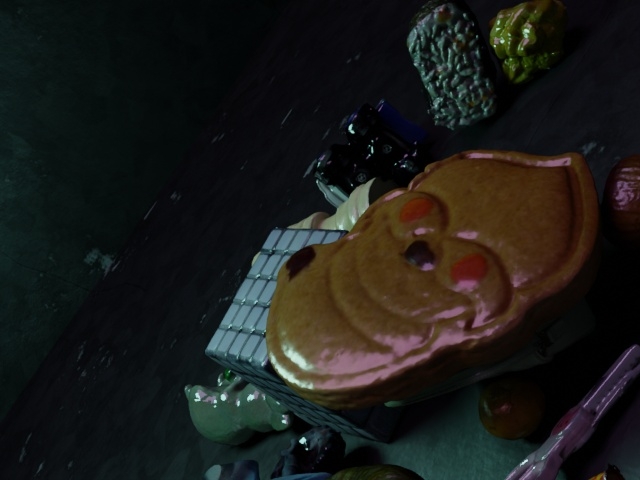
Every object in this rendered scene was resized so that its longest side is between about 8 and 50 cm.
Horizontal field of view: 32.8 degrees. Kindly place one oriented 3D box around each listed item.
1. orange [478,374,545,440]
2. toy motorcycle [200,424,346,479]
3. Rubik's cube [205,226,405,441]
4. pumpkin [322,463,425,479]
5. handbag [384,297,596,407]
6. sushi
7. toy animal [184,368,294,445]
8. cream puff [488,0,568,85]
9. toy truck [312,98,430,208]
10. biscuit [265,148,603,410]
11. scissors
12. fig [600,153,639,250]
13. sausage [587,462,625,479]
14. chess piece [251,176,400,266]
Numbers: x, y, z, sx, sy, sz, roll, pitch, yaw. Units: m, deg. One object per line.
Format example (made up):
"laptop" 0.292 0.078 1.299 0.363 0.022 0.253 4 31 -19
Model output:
"orange" 0.229 0.200 1.298 0.083 0.070 0.083 -27 30 17
"toy motorcycle" -0.106 0.427 1.487 0.416 0.172 0.232 -45 15 -3
"Rubik's cube" 0.010 0.137 1.612 0.238 0.237 0.237 0 59 62
"pumpkin" 0.052 0.369 1.287 0.223 0.157 0.224 -27 28 16
"handbag" 0.193 0.136 1.330 0.219 0.079 0.256 -26 -1 -44
"sushi" 0.227 -0.307 1.865 0.136 0.225 0.126 -17 14 6
"toy animal" -0.109 0.282 1.830 0.251 0.127 0.125 -3 40 45
"cream puff" 0.349 -0.330 1.816 0.146 0.146 0.116 -21 77 53
"toy truck" 0.094 -0.146 2.022 0.213 0.161 0.177 -53 2 2
"biscuit" 0.136 0.035 1.320 0.455 0.078 0.350 -33 38 2
"scissors" 0.279 0.213 1.208 0.242 0.030 0.118 -49 -2 -3
"fig" 0.411 -0.042 1.300 0.119 0.153 0.119 5 -90 -84
"sausage" 0.257 0.286 1.144 0.145 0.048 0.050 -39 63 34
"chess piece" 0.000 0.000 1.921 0.307 0.124 0.139 -25 46 30
